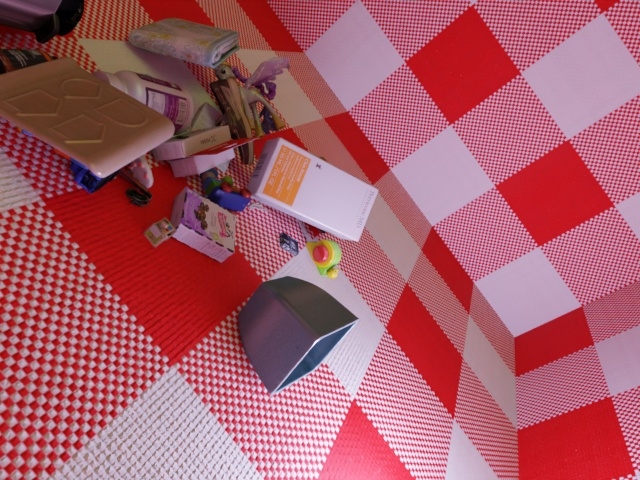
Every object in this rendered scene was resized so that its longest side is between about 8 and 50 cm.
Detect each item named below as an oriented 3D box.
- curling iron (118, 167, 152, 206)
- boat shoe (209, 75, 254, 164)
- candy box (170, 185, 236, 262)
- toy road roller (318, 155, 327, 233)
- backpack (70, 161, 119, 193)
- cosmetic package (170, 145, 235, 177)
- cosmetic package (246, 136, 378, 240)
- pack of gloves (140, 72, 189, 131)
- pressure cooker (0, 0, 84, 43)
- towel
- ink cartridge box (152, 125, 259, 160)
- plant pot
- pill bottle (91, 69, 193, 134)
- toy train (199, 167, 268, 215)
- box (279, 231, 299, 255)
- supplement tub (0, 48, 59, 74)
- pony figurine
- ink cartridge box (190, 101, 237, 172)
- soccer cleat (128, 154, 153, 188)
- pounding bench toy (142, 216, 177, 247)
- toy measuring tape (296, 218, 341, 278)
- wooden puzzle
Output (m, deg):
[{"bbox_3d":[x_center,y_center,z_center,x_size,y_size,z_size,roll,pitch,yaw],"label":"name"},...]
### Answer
[{"bbox_3d":[-0.578,-0.201,1.349,0.274,0.035,0.068,49,28,-12],"label":"curling iron"},{"bbox_3d":[-0.338,-0.442,1.819,0.123,0.123,0.342,170,-94,-75],"label":"boat shoe"},{"bbox_3d":[-0.357,-0.048,1.486,0.196,0.070,0.165,32,35,-35],"label":"candy box"},{"bbox_3d":[0.010,-0.212,2.120,0.329,0.202,0.241,51,15,-18],"label":"toy road roller"},{"bbox_3d":[-0.578,-0.197,1.253,0.101,0.120,0.098,43,30,-21],"label":"backpack"},{"bbox_3d":[-0.392,-0.276,1.632,0.239,0.098,0.060,-49,132,-60],"label":"cosmetic package"},{"bbox_3d":[-0.030,-0.186,1.846,0.453,0.230,0.161,23,-4,-25],"label":"cosmetic package"},{"bbox_3d":[-0.549,-0.500,1.717,0.232,0.046,0.195,33,35,-35],"label":"pack of gloves"},{"bbox_3d":[-0.814,-0.747,1.237,0.375,0.370,0.420,32,19,23],"label":"pressure cooker"},{"bbox_3d":[-0.510,-0.776,1.886,0.320,0.090,0.374,12,32,3],"label":"towel"},{"bbox_3d":[-0.372,-0.327,1.585,0.275,0.238,0.060,-45,129,-58],"label":"ink cartridge box"},{"bbox_3d":[-0.090,0.245,1.413,0.252,0.248,0.247,46,25,20],"label":"plant pot"},{"bbox_3d":[-0.555,-0.425,1.493,0.301,0.169,0.169,-5,64,-59],"label":"pill bottle"},{"bbox_3d":[-0.302,-0.167,1.690,0.248,0.105,0.143,14,34,-51],"label":"toy train"},{"bbox_3d":[-0.119,0.013,1.846,0.083,0.018,0.067,34,33,-34],"label":"box"},{"bbox_3d":[-0.762,-0.440,1.252,0.106,0.106,0.198,53,28,-4],"label":"supplement tub"},{"bbox_3d":[-0.292,-0.620,2.045,0.351,0.302,0.364,-20,84,-48],"label":"pony figurine"},{"bbox_3d":[-0.408,-0.383,1.824,0.189,0.066,0.232,38,53,-29],"label":"ink cartridge box"},{"bbox_3d":[-0.539,-0.240,1.425,0.196,0.068,0.076,55,24,8],"label":"soccer cleat"},{"bbox_3d":[-0.433,-0.032,1.337,0.052,0.083,0.065,51,28,-6],"label":"pounding bench toy"},{"bbox_3d":[0.000,0.000,1.947,0.121,0.121,0.330,5,54,-55],"label":"toy measuring tape"},{"bbox_3d":[-0.596,-0.305,1.211,0.347,0.080,0.322,34,37,-1],"label":"wooden puzzle"}]
